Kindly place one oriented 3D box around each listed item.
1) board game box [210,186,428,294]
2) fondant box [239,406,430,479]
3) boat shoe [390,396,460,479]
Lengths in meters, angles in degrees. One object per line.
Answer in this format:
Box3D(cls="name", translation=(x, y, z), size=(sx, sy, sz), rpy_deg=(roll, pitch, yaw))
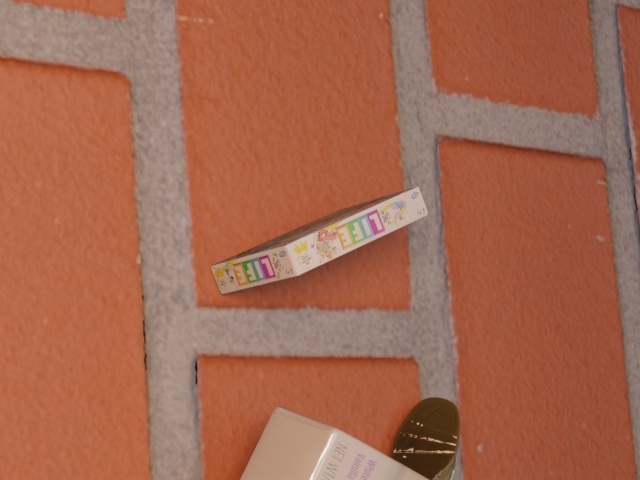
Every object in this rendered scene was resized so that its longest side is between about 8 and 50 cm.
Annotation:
Box3D(cls="board game box", translation=(0.000, 0.000, 1.221), size=(0.154, 0.103, 0.026), rpy_deg=(-24, 95, -40))
Box3D(cls="fondant box", translation=(0.056, 0.308, 1.163), size=(0.330, 0.096, 0.238), rpy_deg=(33, 77, -30))
Box3D(cls="boat shoe", translation=(0.085, 0.209, 1.283), size=(0.056, 0.048, 0.153), rpy_deg=(9, 62, 9))
